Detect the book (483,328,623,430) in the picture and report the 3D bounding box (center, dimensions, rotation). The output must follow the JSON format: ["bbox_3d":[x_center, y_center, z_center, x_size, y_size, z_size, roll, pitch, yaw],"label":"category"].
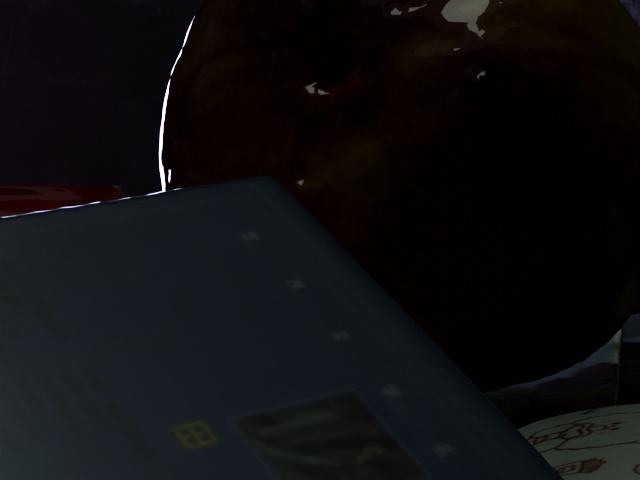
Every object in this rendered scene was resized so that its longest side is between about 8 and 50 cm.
[{"bbox_3d":[-0.013,0.076,0.836,0.300,0.039,0.428,-8,3,10],"label":"book"}]

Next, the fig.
[{"bbox_3d":[0.085,-0.025,0.700,0.290,0.190,0.191,12,-9,-32],"label":"fig"}]

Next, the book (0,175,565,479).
[{"bbox_3d":[-0.075,0.062,0.315,0.269,0.025,0.191,-9,39,-33],"label":"book"}]

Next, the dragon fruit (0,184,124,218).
[{"bbox_3d":[-0.060,0.053,0.498,0.163,0.189,0.262,-39,11,-7],"label":"dragon fruit"}]

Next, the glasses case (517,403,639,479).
[{"bbox_3d":[0.078,0.072,0.475,0.074,0.049,0.193,-7,4,7],"label":"glasses case"}]

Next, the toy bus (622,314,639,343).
[{"bbox_3d":[0.133,0.012,1.150,0.131,0.106,0.297,-7,3,-41],"label":"toy bus"}]
